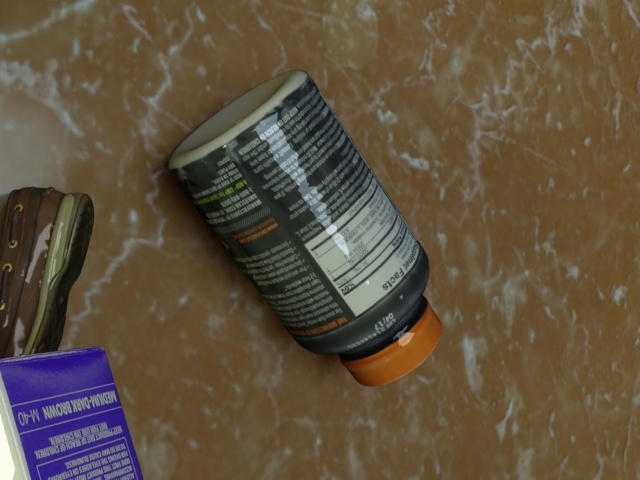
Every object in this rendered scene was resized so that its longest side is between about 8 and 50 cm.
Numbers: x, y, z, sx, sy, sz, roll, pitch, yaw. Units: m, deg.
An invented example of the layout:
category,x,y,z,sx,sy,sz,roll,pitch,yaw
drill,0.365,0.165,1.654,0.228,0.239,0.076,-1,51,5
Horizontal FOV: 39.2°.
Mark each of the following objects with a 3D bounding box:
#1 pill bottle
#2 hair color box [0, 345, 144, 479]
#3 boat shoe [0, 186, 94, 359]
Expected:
category,x,y,z,sx,sy,sz,roll,pitch,yaw
pill bottle,0.000,0.000,0.712,0.130,0.130,0.246,-45,111,-28
hair color box,-0.170,0.248,0.492,0.110,0.185,0.339,8,62,-70
boat shoe,-0.208,0.047,0.616,0.060,0.064,0.178,14,76,-2
